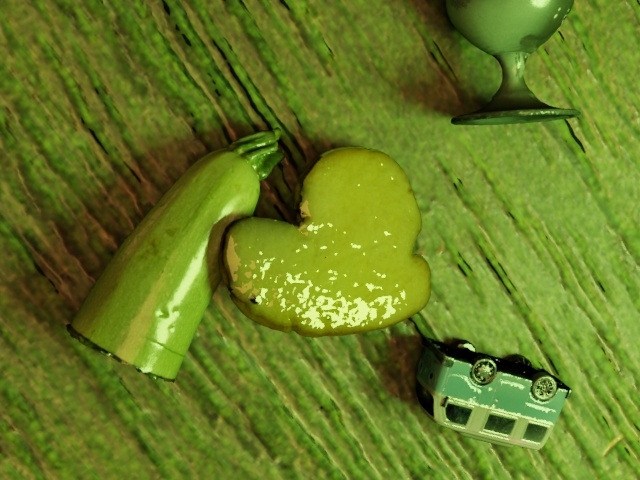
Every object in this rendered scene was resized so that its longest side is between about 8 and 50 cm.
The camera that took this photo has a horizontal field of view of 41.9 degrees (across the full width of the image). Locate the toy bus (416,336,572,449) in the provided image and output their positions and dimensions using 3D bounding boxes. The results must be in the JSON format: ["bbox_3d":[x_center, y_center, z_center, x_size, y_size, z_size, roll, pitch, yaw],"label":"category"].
[{"bbox_3d":[0.140,0.132,0.715,0.123,0.060,0.075,16,97,-13],"label":"toy bus"}]

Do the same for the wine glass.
[{"bbox_3d":[0.148,-0.209,0.658,0.103,0.103,0.231,-3,93,-9],"label":"wine glass"}]

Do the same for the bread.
[{"bbox_3d":[0.000,0.000,0.671,0.187,0.065,0.149,-2,91,-26],"label":"bread"}]

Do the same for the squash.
[{"bbox_3d":[-0.096,0.000,0.656,0.094,0.094,0.224,35,82,-12],"label":"squash"}]
